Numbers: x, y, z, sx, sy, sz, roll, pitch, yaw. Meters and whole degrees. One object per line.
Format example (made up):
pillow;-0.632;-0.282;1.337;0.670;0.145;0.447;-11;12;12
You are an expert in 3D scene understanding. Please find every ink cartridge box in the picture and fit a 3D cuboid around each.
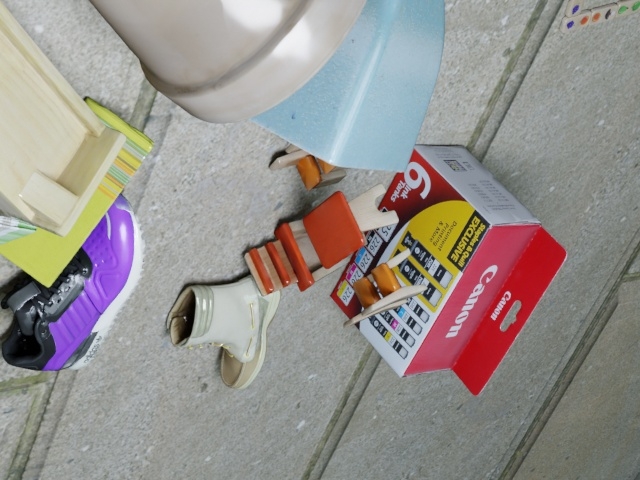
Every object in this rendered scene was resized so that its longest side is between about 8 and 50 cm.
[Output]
ink cartridge box;0.195;0.053;2.332;0.130;0.272;0.309;-3;130;-44

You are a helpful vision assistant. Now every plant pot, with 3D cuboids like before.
plant pot;0.015;-0.250;1.811;0.252;0.248;0.247;-64;159;11
plant pot;-0.143;-0.328;1.574;0.280;0.323;0.323;32;104;-38

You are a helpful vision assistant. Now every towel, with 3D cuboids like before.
towel;-0.434;-0.016;1.802;0.113;0.023;0.152;-16;163;33
towel;-0.313;-0.059;1.866;0.237;0.102;0.021;-52;-175;16

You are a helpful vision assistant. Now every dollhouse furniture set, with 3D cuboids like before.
dollhouse furniture set;0.000;0.000;2.116;0.135;0.262;0.259;-22;173;-24

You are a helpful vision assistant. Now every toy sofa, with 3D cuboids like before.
toy sofa;-0.383;-0.165;1.643;0.150;0.177;0.362;-61;150;-16

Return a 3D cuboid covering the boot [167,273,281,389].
boot;-0.157;0.145;2.258;0.165;0.077;0.213;-10;130;-39

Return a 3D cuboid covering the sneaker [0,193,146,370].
sneaker;-0.337;0.065;1.960;0.146;0.102;0.293;-3;131;-43

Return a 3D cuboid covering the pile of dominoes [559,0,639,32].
pile of dominoes;0.497;-0.418;2.317;0.251;0.040;0.196;-20;141;-31
